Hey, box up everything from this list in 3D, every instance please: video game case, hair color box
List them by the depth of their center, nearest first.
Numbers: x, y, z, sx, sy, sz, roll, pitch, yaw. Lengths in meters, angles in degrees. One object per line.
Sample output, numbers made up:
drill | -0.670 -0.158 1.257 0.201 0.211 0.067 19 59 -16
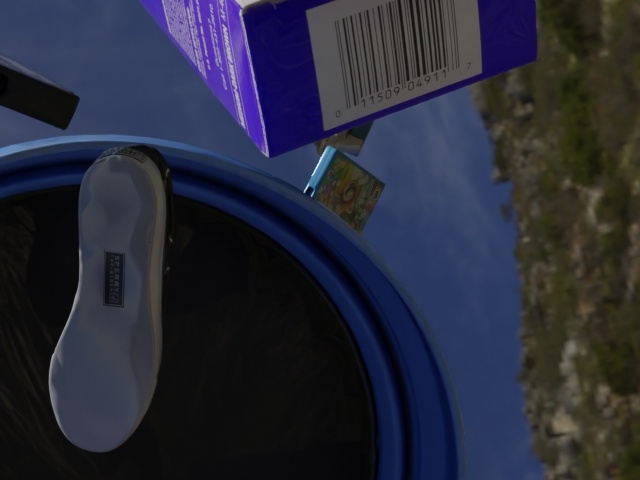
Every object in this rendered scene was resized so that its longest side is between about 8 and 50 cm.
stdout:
hair color box | -0.024 -0.202 0.960 0.185 0.339 0.110 -21 -52 -15
video game case | -0.351 -0.171 1.117 0.248 0.275 0.035 21 -84 -46
video game case | 0.000 0.000 1.463 0.166 0.015 0.119 -63 -30 -2

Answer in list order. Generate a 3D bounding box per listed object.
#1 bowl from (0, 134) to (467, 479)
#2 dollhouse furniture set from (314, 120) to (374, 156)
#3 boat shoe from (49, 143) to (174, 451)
bowl | -0.119 0.135 0.793 0.391 0.077 0.391 -3 -78 -14
dollhouse furniture set | 0.002 -0.258 1.491 0.198 0.286 0.303 23 -96 3
boat shoe | -0.087 0.025 0.664 0.040 0.049 0.142 -52 -26 -70
